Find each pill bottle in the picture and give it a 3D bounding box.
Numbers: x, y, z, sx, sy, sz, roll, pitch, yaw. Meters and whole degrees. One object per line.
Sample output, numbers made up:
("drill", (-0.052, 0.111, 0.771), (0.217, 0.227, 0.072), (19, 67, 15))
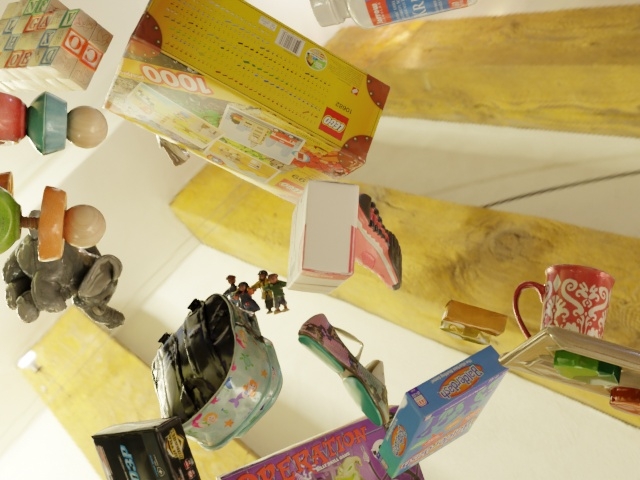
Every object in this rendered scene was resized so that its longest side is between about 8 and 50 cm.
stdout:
("pill bottle", (0.098, -0.364, 0.987), (0.222, 0.124, 0.124), (-9, -138, 18))

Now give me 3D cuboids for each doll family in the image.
("doll family", (-0.153, 0.122, 1.644), (0.193, 0.111, 0.076), (-15, -177, 15))

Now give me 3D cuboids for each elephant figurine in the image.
("elephant figurine", (-0.444, 0.063, 1.314), (0.186, 0.239, 0.169), (-36, -112, 33))

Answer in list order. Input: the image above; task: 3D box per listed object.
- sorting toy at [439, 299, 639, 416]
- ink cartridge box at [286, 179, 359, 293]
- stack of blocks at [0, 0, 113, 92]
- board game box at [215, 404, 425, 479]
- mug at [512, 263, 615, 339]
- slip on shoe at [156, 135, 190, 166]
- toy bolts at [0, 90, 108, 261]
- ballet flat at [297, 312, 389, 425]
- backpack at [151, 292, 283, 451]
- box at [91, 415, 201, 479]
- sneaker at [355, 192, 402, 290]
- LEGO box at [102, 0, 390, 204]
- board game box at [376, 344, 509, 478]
("sorting toy", (0.275, 0.140, 0.783), (0.307, 0.229, 0.041), (16, -105, 5))
("ink cartridge box", (0.000, 0.000, 1.254), (0.218, 0.092, 0.158), (121, -26, -75))
("stack of blocks", (-0.550, -0.392, 1.426), (0.297, 0.087, 0.171), (9, -108, 38))
("board game box", (0.016, 0.441, 1.227), (0.347, 0.208, 0.056), (-17, 171, -22))
("mug", (0.406, 0.139, 1.190), (0.150, 0.113, 0.169), (-9, -119, 52))
("slip on shoe", (-0.365, -0.234, 1.673), (0.041, 0.135, 0.051), (-37, -165, 12))
("toy bolts", (-0.382, -0.091, 0.997), (0.218, 0.159, 0.228), (-164, -103, -71))
("ballet flat", (0.056, 0.210, 1.200), (0.079, 0.221, 0.077), (-45, -175, -28))
("backpack", (-0.185, 0.249, 1.289), (0.225, 0.191, 0.253), (-47, -154, 8))
("box", (-0.260, 0.394, 1.126), (0.175, 0.220, 0.051), (-16, -177, 38))
("sneaker", (0.111, 0.011, 1.811), (0.136, 0.313, 0.116), (-16, -142, 22))
("LEGO box", (-0.167, -0.303, 1.512), (0.372, 0.500, 0.193), (-25, -138, 63))
("board game box", (0.176, 0.256, 1.051), (0.160, 0.210, 0.047), (-23, -122, -25))
